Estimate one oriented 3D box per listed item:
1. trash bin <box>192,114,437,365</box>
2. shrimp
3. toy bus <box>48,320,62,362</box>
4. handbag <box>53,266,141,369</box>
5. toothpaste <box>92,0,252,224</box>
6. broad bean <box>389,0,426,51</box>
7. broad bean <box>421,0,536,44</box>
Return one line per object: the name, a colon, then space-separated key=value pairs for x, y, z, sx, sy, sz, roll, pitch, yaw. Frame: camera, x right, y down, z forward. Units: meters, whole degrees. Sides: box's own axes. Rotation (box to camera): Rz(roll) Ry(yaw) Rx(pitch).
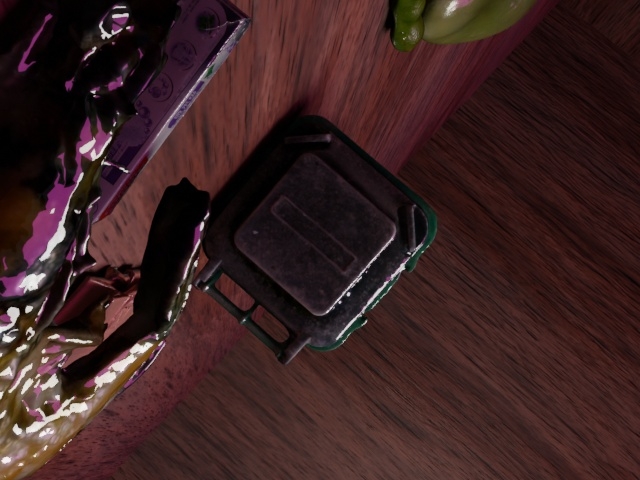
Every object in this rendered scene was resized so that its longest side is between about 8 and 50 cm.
trash bin: x=0.000 y=0.000 z=1.028 sx=0.295 sy=0.259 sz=0.381 roll=-49 pitch=176 yaw=6
shrimp: x=-0.161 y=0.013 z=0.450 sx=0.272 sy=0.085 sz=0.445 roll=-1 pitch=123 yaw=-59
toy bus: x=-0.298 y=0.124 z=0.535 sx=0.190 sy=0.075 sz=0.064 roll=-40 pitch=168 yaw=-50
handbag: x=-0.253 y=0.101 z=0.779 sx=0.157 sy=0.059 sz=0.212 roll=-49 pitch=173 yaw=5
toothpaste: x=-0.129 y=-0.101 z=0.488 sx=0.196 sy=0.047 sz=0.040 roll=-50 pitch=-172 yaw=12
broad bean: x=0.119 y=-0.315 z=0.848 sx=0.052 sy=0.052 sz=0.256 roll=-11 pitch=172 yaw=1
broad bean: x=0.230 y=-0.383 z=1.003 sx=0.263 sy=0.121 sz=0.189 roll=-18 pitch=158 yaw=-48
